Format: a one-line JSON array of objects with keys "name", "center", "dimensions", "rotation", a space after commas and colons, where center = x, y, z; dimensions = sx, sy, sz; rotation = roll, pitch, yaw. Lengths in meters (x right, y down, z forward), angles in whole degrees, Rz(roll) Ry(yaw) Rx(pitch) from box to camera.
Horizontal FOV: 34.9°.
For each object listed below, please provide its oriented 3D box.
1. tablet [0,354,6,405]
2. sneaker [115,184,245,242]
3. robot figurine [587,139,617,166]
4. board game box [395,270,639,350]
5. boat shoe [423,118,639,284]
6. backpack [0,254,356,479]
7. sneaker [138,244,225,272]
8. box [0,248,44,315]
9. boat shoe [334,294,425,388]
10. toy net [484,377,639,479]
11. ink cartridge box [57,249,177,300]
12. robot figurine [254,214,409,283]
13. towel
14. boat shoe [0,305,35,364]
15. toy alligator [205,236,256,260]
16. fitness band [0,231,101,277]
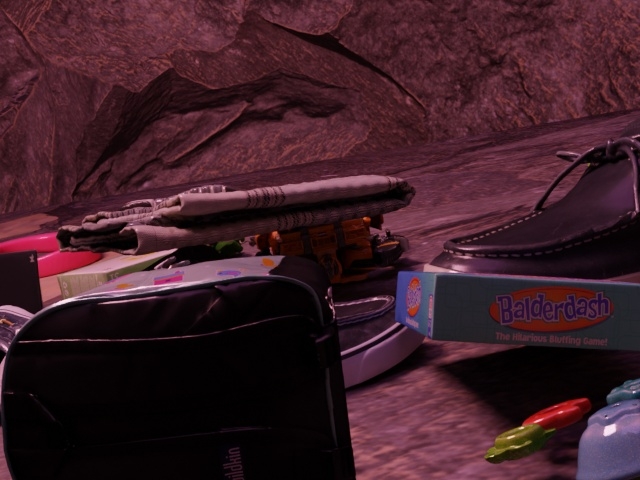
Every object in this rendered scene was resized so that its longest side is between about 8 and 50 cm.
[{"name": "tablet", "center": [-0.296, 0.132, 0.944], "dimensions": [0.006, 0.083, 0.054], "rotation": [36, -17, -29]}, {"name": "sneaker", "center": [-0.190, -0.034, 1.558], "dimensions": [0.228, 0.086, 0.132], "rotation": [-2, -5, 5]}, {"name": "robot figurine", "center": [0.465, -0.123, 1.603], "dimensions": [0.101, 0.067, 0.115], "rotation": [-14, 5, 40]}, {"name": "board game box", "center": [0.146, 0.049, 0.756], "dimensions": [0.160, 0.047, 0.210], "rotation": [4, -1, -3]}, {"name": "boat shoe", "center": [0.315, -0.040, 1.001], "dimensions": [0.499, 0.156, 0.187], "rotation": [-16, 12, -20]}, {"name": "backpack", "center": [-0.079, 0.094, 0.587], "dimensions": [0.188, 0.166, 0.144], "rotation": [-8, 8, 0]}, {"name": "sneaker", "center": [-0.197, 0.077, 1.056], "dimensions": [0.130, 0.109, 0.286], "rotation": [-12, 5, 35]}, {"name": "box", "center": [-0.527, 0.077, 1.341], "dimensions": [0.184, 0.103, 0.261], "rotation": [-8, 1, 32]}, {"name": "boat shoe", "center": [-0.050, 0.079, 0.847], "dimensions": [0.301, 0.102, 0.108], "rotation": [-14, 10, -20]}, {"name": "toy net", "center": [0.207, 0.101, 0.619], "dimensions": [0.232, 0.045, 0.122], "rotation": [-16, -8, -43]}, {"name": "ink cartridge box", "center": [-0.229, 0.048, 1.418], "dimensions": [0.235, 0.056, 0.171], "rotation": [-5, 10, 44]}, {"name": "robot figurine", "center": [0.000, 0.000, 1.337], "dimensions": [0.211, 0.085, 0.291], "rotation": [-12, 9, -2]}, {"name": "towel", "center": [-0.111, -0.034, 1.138], "dimensions": [0.324, 0.056, 0.312], "rotation": [-11, 6, -29]}, {"name": "boat shoe", "center": [-0.350, 0.113, 1.111], "dimensions": [0.183, 0.065, 0.083], "rotation": [-1, 12, 44]}, {"name": "toy alligator", "center": [-0.156, 0.010, 1.601], "dimensions": [0.189, 0.056, 0.051], "rotation": [11, 67, 50]}, {"name": "fitness band", "center": [-0.523, 0.024, 1.917], "dimensions": [0.208, 0.054, 0.291], "rotation": [-14, 11, -18]}]
